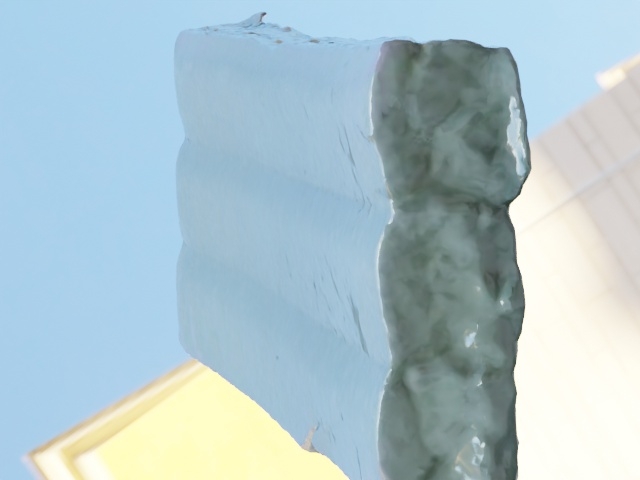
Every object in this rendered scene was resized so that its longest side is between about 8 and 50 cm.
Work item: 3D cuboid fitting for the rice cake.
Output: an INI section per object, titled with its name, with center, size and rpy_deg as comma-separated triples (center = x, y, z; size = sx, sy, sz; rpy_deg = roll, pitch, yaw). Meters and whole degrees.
[rice cake]
center = 0.000, 0.000, 0.518
size = 0.043, 0.237, 0.127
rpy_deg = -3, -80, -16
